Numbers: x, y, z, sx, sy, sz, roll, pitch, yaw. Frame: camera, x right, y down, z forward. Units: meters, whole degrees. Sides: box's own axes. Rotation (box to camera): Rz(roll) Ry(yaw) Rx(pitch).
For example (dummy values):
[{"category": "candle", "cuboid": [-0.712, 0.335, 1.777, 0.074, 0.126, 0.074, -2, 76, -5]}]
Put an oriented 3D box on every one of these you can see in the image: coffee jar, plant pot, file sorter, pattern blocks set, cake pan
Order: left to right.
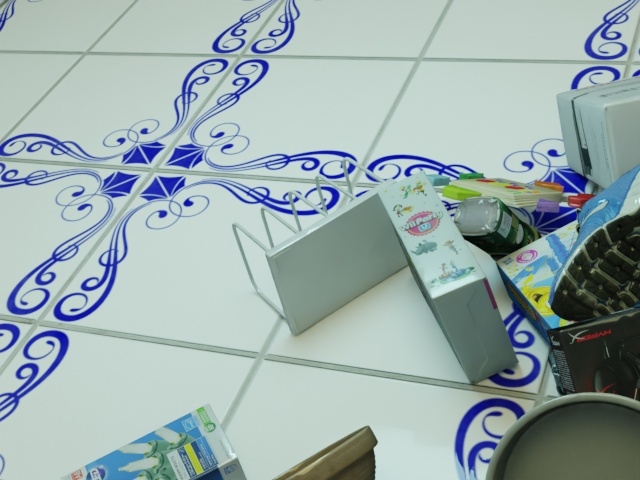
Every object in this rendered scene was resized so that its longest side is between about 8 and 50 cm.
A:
[{"category": "plant pot", "cuboid": [-0.003, 0.372, 1.434, 0.237, 0.237, 0.109, -29, 82, -17]}, {"category": "file sorter", "cuboid": [0.000, 0.000, 1.853, 0.278, 0.192, 0.173, -31, 40, -20]}, {"category": "coffee jar", "cuboid": [0.320, -0.012, 1.770, 0.096, 0.184, 0.079, 0, 70, 38]}, {"category": "pattern blocks set", "cuboid": [0.352, -0.090, 1.882, 0.286, 0.026, 0.325, -2, 14, -27]}, {"category": "cake pan", "cuboid": [0.364, 0.342, 1.305, 0.293, 0.293, 0.054, 1, 0, 18]}]

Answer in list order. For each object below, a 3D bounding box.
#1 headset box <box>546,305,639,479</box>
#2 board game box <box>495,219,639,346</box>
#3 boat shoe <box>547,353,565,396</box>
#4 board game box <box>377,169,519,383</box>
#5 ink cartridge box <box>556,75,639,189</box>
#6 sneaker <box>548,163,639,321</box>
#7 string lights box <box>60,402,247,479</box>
[{"category": "headset box", "cuboid": [0.465, 0.238, 1.383, 0.218, 0.293, 0.110, -14, -5, 2]}, {"category": "board game box", "cuboid": [0.483, 0.059, 1.618, 0.308, 0.086, 0.302, -28, 25, 0]}, {"category": "boat shoe", "cuboid": [0.414, 0.235, 1.547, 0.083, 0.065, 0.183, -16, 32, 6]}, {"category": "board game box", "cuboid": [0.211, 0.058, 1.685, 0.098, 0.224, 0.303, -25, 40, 1]}, {"category": "ink cartridge box", "cuboid": [0.615, -0.208, 1.805, 0.286, 0.166, 0.395, -11, 11, 4]}, {"category": "sneaker", "cuboid": [0.455, 0.002, 1.538, 0.330, 0.130, 0.147, -46, 7, -21]}, {"category": "string lights box", "cuboid": [-0.261, 0.379, 1.569, 0.260, 0.076, 0.133, -26, 42, -13]}]
